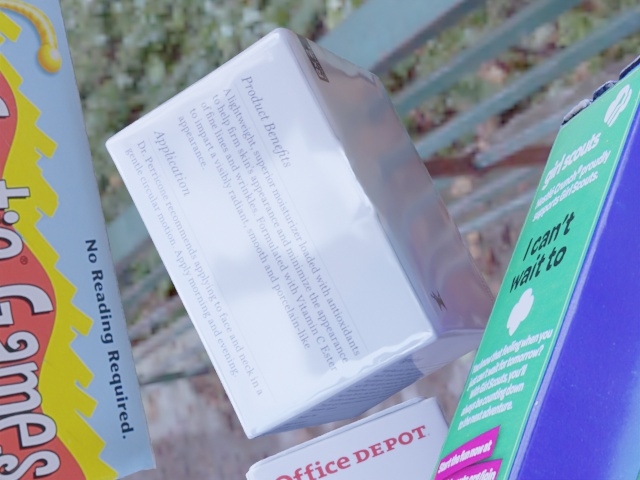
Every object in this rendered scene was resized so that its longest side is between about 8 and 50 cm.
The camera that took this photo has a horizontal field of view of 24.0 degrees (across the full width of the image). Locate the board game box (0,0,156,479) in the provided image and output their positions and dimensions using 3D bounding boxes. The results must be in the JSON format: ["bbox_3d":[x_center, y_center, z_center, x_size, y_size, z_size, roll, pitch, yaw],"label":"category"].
[{"bbox_3d":[-0.198,0.016,0.328,0.142,0.275,0.144,-18,83,50],"label":"board game box"}]

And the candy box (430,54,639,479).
[{"bbox_3d":[0.188,0.120,0.642,0.317,0.268,0.122,-68,11,-21],"label":"candy box"}]

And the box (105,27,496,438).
[{"bbox_3d":[0.000,0.000,0.836,0.119,0.182,0.181,-30,78,15],"label":"box"}]

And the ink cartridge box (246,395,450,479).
[{"bbox_3d":[0.049,0.220,0.991,0.082,0.139,0.191,86,162,-68],"label":"ink cartridge box"}]
